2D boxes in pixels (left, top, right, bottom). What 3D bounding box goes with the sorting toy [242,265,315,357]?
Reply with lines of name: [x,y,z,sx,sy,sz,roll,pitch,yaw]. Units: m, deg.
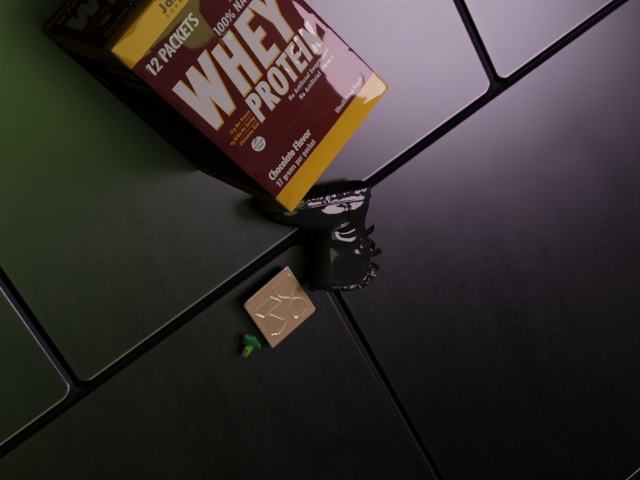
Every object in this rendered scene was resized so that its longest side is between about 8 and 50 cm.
sorting toy: [-0.049,0.070,1.230,0.083,0.012,0.062,-41,122,-16]

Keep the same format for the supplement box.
supplement box: [-0.088,-0.146,1.051,0.194,0.191,0.129,42,82,-29]

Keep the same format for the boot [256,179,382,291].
boot: [-0.001,0.000,1.221,0.121,0.045,0.099,-9,110,-26]
